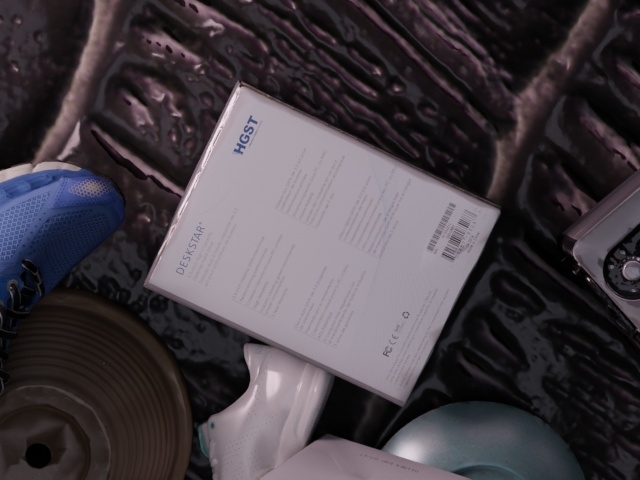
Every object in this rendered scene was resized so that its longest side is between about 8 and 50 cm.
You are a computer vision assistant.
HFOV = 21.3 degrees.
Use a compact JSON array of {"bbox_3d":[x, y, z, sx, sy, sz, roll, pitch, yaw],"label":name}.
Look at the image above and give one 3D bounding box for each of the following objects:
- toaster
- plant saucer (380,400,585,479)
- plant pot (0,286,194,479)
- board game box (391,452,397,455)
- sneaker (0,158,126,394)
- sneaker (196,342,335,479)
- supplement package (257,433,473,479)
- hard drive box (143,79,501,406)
[{"bbox_3d":[0.279,0.034,1.354,0.110,0.185,0.168,-41,89,4],"label":"toaster"},{"bbox_3d":[0.130,0.231,1.408,0.195,0.037,0.195,0,98,-2],"label":"plant saucer"},{"bbox_3d":[-0.223,0.161,1.373,0.237,0.110,0.237,0,98,-2],"label":"plant pot"},{"bbox_3d":[0.084,0.222,1.437,0.154,0.026,0.103,-20,98,0],"label":"board game box"},{"bbox_3d":[-0.268,0.076,1.288,0.330,0.130,0.147,-43,61,-12],"label":"sneaker"},{"bbox_3d":[-0.066,0.187,1.410,0.094,0.080,0.212,22,89,6],"label":"sneaker"},{"bbox_3d":[0.020,0.302,1.352,0.139,0.134,0.244,14,107,23],"label":"supplement package"},{"bbox_3d":[0.000,0.000,1.372,0.232,0.089,0.181,26,95,-6],"label":"hard drive box"}]
